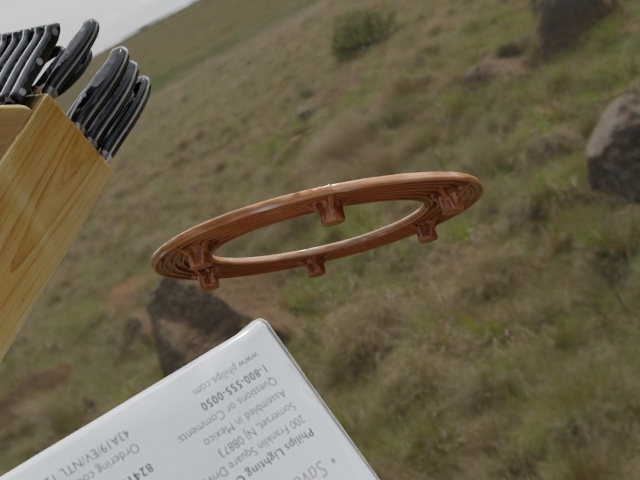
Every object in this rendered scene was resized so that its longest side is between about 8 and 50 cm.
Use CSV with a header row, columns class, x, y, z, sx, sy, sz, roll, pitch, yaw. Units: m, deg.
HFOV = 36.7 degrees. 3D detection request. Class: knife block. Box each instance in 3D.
class,x,y,z,sx,sy,sz,roll,pitch,yaw
knife block,-0.233,-0.042,0.792,0.088,0.276,0.242,0,7,35

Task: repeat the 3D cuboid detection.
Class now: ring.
class,x,y,z,sx,sy,sz,roll,pitch,yaw
ring,0.000,0.000,0.961,0.336,0.032,0.336,-14,-11,-3

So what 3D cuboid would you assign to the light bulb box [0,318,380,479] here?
class,x,y,z,sx,sy,sz,roll,pitch,yaw
light bulb box,-0.089,0.303,0.511,0.357,0.361,0.225,-30,-14,-30
